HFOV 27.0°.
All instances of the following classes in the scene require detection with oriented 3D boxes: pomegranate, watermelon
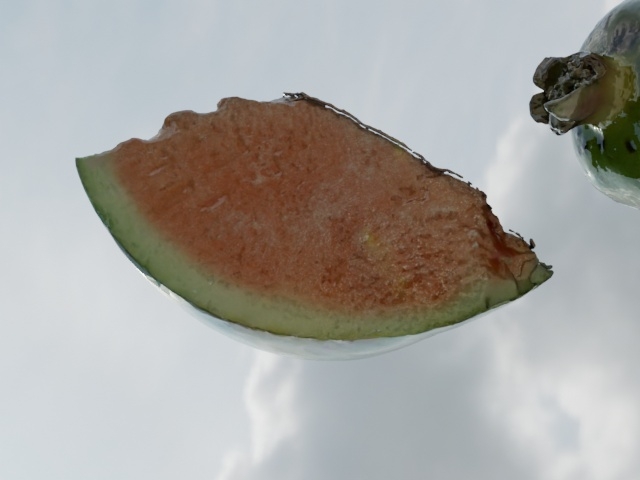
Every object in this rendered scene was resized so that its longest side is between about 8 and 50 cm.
[{"bbox_3d":[0.166,-0.072,0.677,0.162,0.122,0.122,1,-88,-31],"label":"pomegranate"},{"bbox_3d":[-0.009,0.019,0.714,0.128,0.231,0.146,-54,-15,-19],"label":"watermelon"}]
